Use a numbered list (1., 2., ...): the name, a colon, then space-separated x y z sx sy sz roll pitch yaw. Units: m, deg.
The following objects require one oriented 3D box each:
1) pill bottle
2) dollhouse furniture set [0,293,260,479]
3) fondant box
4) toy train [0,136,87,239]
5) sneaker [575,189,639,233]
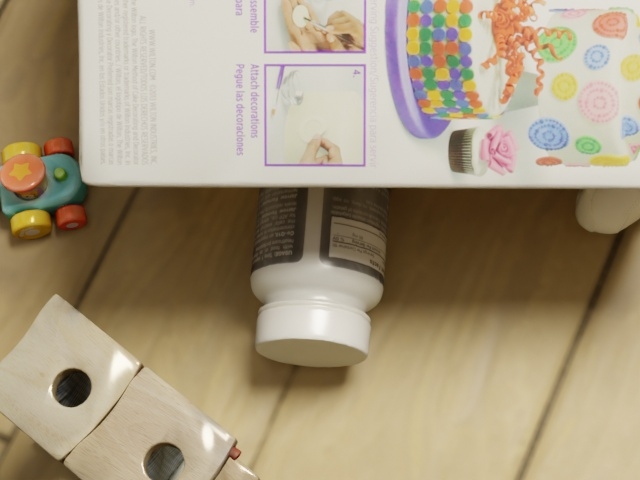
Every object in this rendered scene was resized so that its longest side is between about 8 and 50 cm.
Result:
1. pill bottle: 0.000 0.000 0.807 0.078 0.078 0.137 3 72 6
2. dollhouse furniture set: -0.140 0.153 0.741 0.129 0.129 0.184 36 77 15
3. fondant box: 0.043 -0.149 0.719 0.330 0.096 0.238 1 96 4
4. toy train: -0.204 -0.074 0.866 0.166 0.046 0.125 25 76 13
5. sneaker: 0.247 -0.079 0.812 0.235 0.090 0.095 -43 84 -7
